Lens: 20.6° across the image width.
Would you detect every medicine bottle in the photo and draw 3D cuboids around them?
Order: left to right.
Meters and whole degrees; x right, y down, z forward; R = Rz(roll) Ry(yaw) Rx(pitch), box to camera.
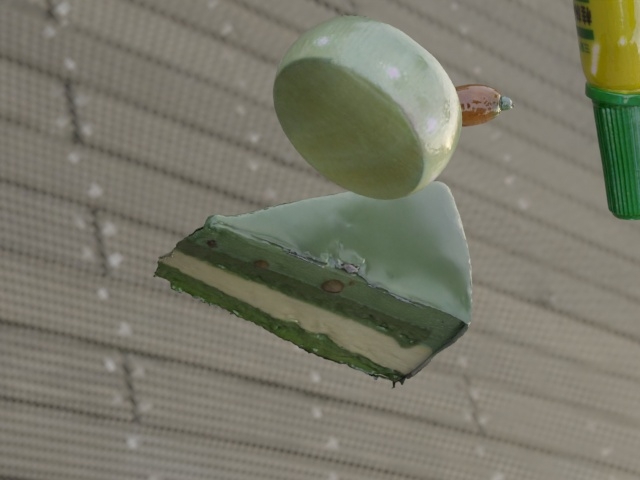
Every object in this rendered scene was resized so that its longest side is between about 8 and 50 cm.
[{"bbox_3d":[0.277,-0.168,1.622,0.111,0.076,0.309,-75,156,-70],"label":"medicine bottle"}]

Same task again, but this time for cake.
[{"bbox_3d":[-0.005,0.000,1.705,0.283,0.158,0.172,22,53,-19],"label":"cake"}]

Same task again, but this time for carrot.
[{"bbox_3d":[0.089,-0.108,1.452,0.035,0.142,0.035,-5,90,-82],"label":"carrot"}]

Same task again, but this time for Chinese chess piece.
[{"bbox_3d":[0.034,-0.097,1.289,0.144,0.144,0.058,48,57,-16],"label":"Chinese chess piece"}]
